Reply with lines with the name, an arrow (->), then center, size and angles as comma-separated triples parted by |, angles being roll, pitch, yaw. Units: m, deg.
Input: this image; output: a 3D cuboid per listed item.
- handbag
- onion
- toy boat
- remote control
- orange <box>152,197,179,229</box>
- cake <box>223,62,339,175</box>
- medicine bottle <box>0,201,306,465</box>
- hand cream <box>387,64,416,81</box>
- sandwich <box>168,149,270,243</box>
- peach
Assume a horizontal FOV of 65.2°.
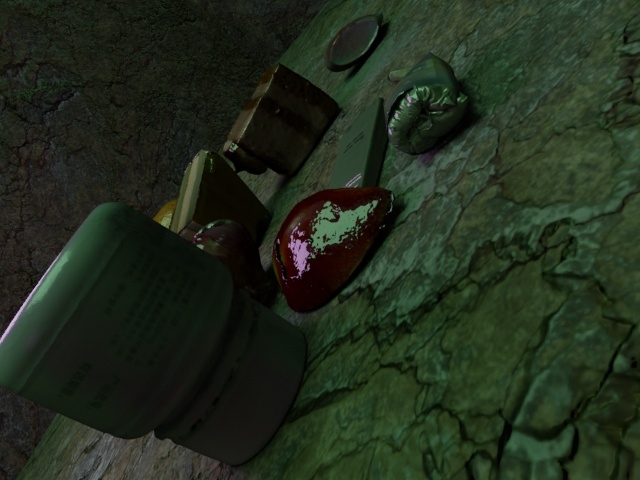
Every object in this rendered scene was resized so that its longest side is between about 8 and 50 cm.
handbag -> 0.143, -0.194, 0.711 | 0.117, 0.095, 0.173 | -48, 18, 28
onion -> -0.161, 0.074, 0.914 | 0.230, 0.163, 0.230 | 1, -90, -85
toy boat -> 0.096, -0.564, 1.442 | 0.206, 0.096, 0.282 | -44, 9, 11
remote control -> 0.063, -0.126, 0.873 | 0.123, 0.038, 0.285 | -37, 29, 44
orange -> -0.400, -0.011, 1.478 | 0.236, 0.236, 0.236 | -46, 22, 25
cake -> -0.115, -0.279, 1.292 | 0.293, 0.198, 0.196 | -60, 25, 0
medicine bottle -> -0.206, 0.130, 0.657 | 0.256, 0.325, 0.256 | -46, 23, 26
hand cream -> 0.163, -0.323, 0.974 | 0.035, 0.022, 0.102 | -57, 25, -5
sandwich -> -0.237, -0.075, 1.223 | 0.155, 0.198, 0.227 | -33, 44, 43
peach -> -0.004, 0.000, 0.743 | 0.279, 0.068, 0.189 | -42, 39, 39
